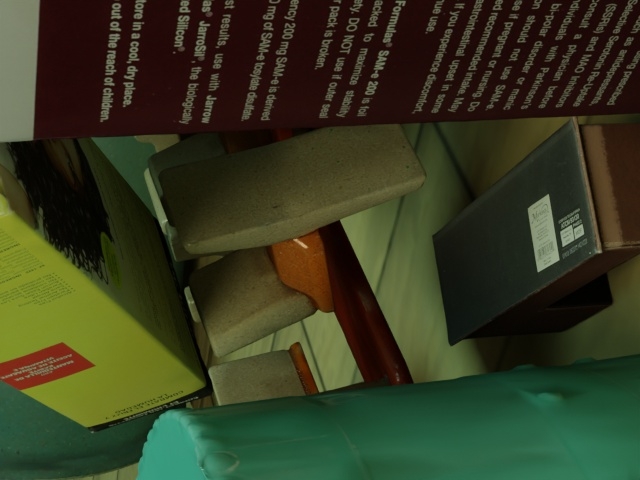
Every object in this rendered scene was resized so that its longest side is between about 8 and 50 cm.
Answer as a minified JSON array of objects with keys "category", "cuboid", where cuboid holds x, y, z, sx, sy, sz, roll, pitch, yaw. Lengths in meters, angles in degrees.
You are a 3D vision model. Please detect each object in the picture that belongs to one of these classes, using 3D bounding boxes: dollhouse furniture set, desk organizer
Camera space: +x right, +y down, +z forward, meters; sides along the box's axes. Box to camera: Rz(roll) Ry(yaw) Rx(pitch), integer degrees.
[{"category":"dollhouse furniture set","cuboid":[0.000,0.000,0.656,0.262,0.135,0.259,80,170,-45]},{"category":"desk organizer","cuboid":[0.089,0.000,0.511,0.130,0.050,0.047,133,132,-66]}]

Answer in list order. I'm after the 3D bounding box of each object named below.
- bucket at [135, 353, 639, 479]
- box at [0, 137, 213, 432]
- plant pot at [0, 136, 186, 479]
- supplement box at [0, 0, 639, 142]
[{"category":"bucket","cuboid":[0.044,0.170,0.452,0.281,0.183,0.281,178,90,-74]},{"category":"box","cuboid":[-0.098,0.001,0.479,0.232,0.058,0.087,65,-175,-71]},{"category":"plant pot","cuboid":[-0.252,-0.026,1.201,0.341,0.341,0.334,-124,43,-60]},{"category":"supplement box","cuboid":[0.021,-0.102,0.396,0.073,0.239,0.130,108,154,-53]}]
